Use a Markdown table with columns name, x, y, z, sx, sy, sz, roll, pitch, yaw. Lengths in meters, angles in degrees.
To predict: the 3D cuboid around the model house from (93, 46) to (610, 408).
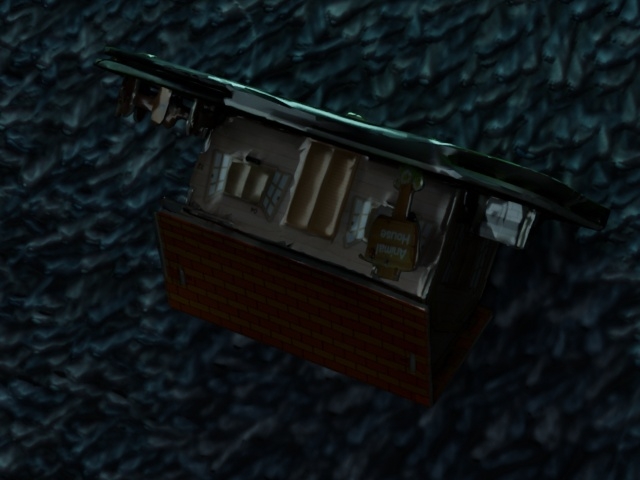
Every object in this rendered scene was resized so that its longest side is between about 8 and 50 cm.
| name | x | y | z | sx | sy | sz | roll | pitch | yaw |
| --- | --- | --- | --- | --- | --- | --- | --- | --- | --- |
| model house | -0.001 | 0.000 | 0.967 | 0.294 | 0.207 | 0.154 | 19 | 93 | 22 |
